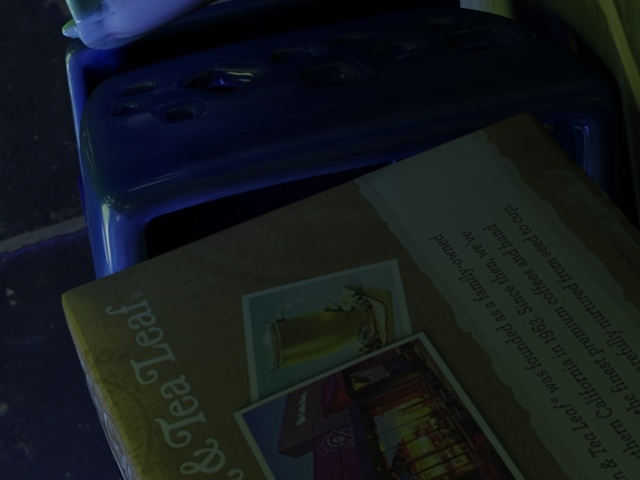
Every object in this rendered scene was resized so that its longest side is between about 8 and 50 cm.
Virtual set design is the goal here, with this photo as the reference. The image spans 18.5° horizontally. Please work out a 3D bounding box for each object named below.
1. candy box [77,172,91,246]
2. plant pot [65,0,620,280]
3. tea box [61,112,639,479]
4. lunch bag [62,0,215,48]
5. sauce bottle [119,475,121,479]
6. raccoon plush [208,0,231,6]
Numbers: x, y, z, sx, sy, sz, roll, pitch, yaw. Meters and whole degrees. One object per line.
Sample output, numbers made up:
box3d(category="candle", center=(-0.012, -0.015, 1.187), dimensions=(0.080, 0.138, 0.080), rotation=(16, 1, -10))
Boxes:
box3d(category="candy box", center=(-0.051, 0.022, 1.780), dimensions=(0.317, 0.122, 0.268), rotation=(32, -167, -22))
box3d(category="plant pot", center=(0.000, 0.000, 0.954), dimensions=(0.212, 0.236, 0.236), rotation=(-120, 20, -54))
box3d(category="tea box", center=(0.076, 0.186, 0.762), dimensions=(0.329, 0.220, 0.323), rotation=(-123, 14, -51))
box3d(category="lunch bag", center=(-0.027, -0.192, 0.819), dimensions=(0.262, 0.223, 0.160), rotation=(-114, 2, -52))
box3d(category="sauce bottle", center=(0.040, 0.197, 1.231), dimensions=(0.344, 0.111, 0.111), rotation=(35, -176, -10))
box3d(category="raccoon plush", center=(-0.027, -0.098, 1.654), dimensions=(0.299, 0.216, 0.446), rotation=(63, -172, -62))
